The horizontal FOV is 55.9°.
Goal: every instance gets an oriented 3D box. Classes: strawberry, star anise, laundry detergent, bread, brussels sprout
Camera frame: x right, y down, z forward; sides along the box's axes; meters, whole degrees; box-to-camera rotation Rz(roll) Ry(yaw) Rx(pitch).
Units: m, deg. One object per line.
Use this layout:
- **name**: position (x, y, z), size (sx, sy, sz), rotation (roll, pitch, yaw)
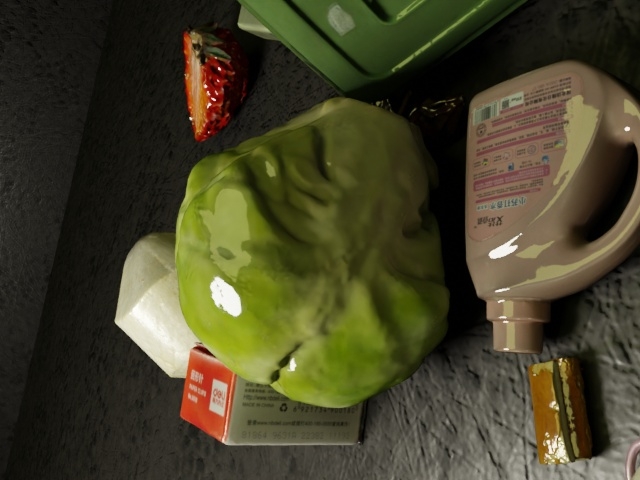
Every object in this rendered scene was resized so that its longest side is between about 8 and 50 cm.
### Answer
- **strawberry**: position (-0.189, -0.289, 1.130), size (0.237, 0.111, 0.190), rotation (111, 141, -56)
- **star anise**: position (0.091, -0.142, 0.708), size (0.212, 0.053, 0.157), rotation (-21, 67, 52)
- **laundry detergent**: position (0.197, -0.026, 0.501), size (0.171, 0.076, 0.237), rotation (-12, 71, 53)
- **bread**: position (0.194, 0.139, 0.493), size (0.047, 0.036, 0.083), rotation (-29, 55, 52)
- **brussels sprout**: position (-0.012, 0.006, 0.610), size (0.242, 0.273, 0.317), rotation (47, -139, -81)

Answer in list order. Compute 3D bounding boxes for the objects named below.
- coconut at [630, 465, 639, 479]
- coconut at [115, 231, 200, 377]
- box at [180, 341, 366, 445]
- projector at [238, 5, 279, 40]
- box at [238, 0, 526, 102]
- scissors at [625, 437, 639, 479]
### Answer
- **coconut**: position (0.242, 0.170, 0.315), size (0.161, 0.162, 0.161), rotation (34, 135, 42)
- **coconut**: position (-0.203, 0.085, 0.909), size (0.222, 0.202, 0.202), rotation (47, 132, -3)
- **box**: position (-0.053, 0.178, 0.712), size (0.133, 0.182, 0.099), rotation (1, 82, 59)
- **projector**: position (-0.030, -0.451, 0.947), size (0.193, 0.088, 0.270), rotation (33, 108, 53)
- **box**: position (0.081, -0.324, 0.577), size (0.328, 0.252, 0.178), rotation (-33, 44, 28)
- **scissors**: position (0.253, 0.107, 0.428), size (0.085, 0.022, 0.176), rotation (-17, 69, 51)
